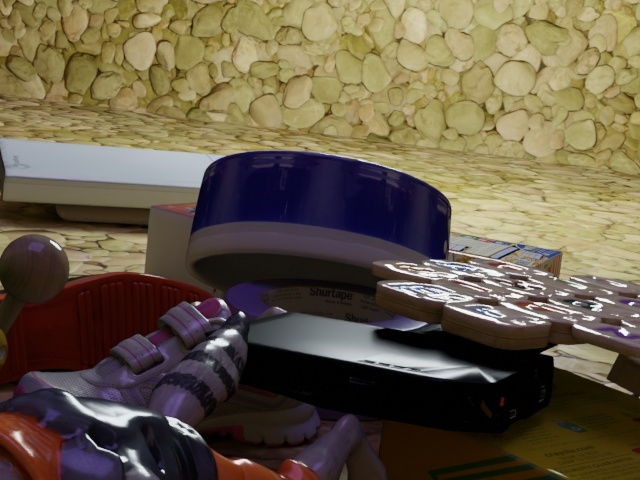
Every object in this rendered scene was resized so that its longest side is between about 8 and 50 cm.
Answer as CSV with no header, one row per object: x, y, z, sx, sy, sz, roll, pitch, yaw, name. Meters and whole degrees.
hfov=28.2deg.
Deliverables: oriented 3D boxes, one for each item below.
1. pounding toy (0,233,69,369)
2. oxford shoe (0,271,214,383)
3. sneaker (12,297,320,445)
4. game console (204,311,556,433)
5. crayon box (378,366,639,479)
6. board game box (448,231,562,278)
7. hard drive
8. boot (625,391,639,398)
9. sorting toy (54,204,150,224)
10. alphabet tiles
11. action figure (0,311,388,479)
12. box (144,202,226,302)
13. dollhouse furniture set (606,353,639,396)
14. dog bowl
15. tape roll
-0.265,0.089,0.881,0.110,0.183,0.237,39,20,20,pounding toy
-0.220,0.070,1.114,0.271,0.097,0.098,0,7,-29,oxford shoe
-0.112,0.098,0.976,0.252,0.111,0.103,-1,13,-34,sneaker
0.089,0.078,0.963,0.213,0.044,0.361,8,8,28,game console
0.183,0.164,0.881,0.202,0.081,0.318,-2,13,-37,crayon box
0.209,0.028,1.701,0.193,0.045,0.147,12,12,25,board game box
-0.290,-0.095,1.863,0.353,0.047,0.233,2,16,-18,hard drive
0.242,0.149,1.115,0.087,0.042,0.118,3,2,24,boot
-0.302,-0.056,1.879,0.193,0.038,0.208,3,16,-17,sorting toy
0.185,0.052,0.979,0.284,0.021,0.278,-1,12,-41,alphabet tiles
-0.150,0.123,0.684,0.341,0.178,0.330,12,3,19,action figure
-0.101,0.008,1.501,0.130,0.091,0.170,15,13,36,box
0.326,0.121,1.008,0.182,0.101,0.161,28,17,14,dollhouse furniture set
0.000,0.000,1.302,0.265,0.104,0.265,8,-15,2,dog bowl
0.004,0.094,1.150,0.189,0.080,0.189,7,10,-1,tape roll
